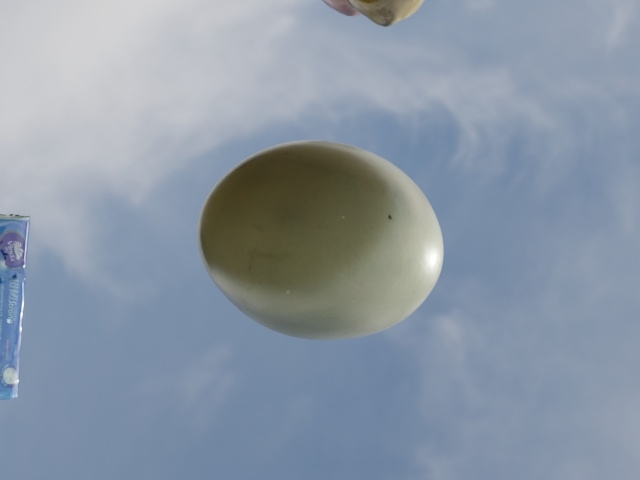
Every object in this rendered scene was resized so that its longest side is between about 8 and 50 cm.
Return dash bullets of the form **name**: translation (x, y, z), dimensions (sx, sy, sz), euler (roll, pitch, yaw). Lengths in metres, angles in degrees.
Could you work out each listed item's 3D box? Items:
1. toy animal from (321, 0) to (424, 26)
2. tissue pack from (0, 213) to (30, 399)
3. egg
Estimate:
- **toy animal**: translation (0.078, -0.431, 2.230), dimensions (0.281, 0.195, 0.169), euler (27, -75, 55)
- **tissue pack**: translation (-0.527, 0.090, 1.981), dimensions (0.146, 0.198, 0.264), euler (4, -88, 59)
- **egg**: translation (0.000, 0.000, 1.534), dimensions (0.269, 0.219, 0.219), euler (18, -120, 11)
